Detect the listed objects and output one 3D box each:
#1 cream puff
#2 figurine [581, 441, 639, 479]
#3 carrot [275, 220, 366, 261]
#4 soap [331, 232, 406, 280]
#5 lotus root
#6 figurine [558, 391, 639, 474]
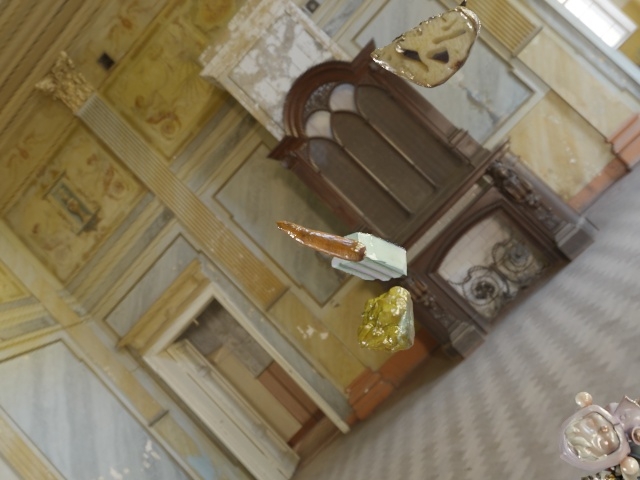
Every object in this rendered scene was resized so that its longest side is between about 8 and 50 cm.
[{"bbox_3d":[0.139,0.173,1.158,0.116,0.146,0.146,-9,5,16],"label":"cream puff"},{"bbox_3d":[0.875,0.639,1.504,0.197,0.175,0.265,-41,3,-28],"label":"figurine"},{"bbox_3d":[0.000,0.000,1.360,0.059,0.248,0.059,18,-90,-80],"label":"carrot"},{"bbox_3d":[0.157,0.054,1.672,0.145,0.091,0.230,-19,-27,35],"label":"soap"},{"bbox_3d":[0.277,-0.473,1.359,0.260,0.170,0.074,-29,15,27],"label":"lotus root"},{"bbox_3d":[0.692,0.448,1.287,0.276,0.200,0.133,-31,-34,10],"label":"figurine"}]
